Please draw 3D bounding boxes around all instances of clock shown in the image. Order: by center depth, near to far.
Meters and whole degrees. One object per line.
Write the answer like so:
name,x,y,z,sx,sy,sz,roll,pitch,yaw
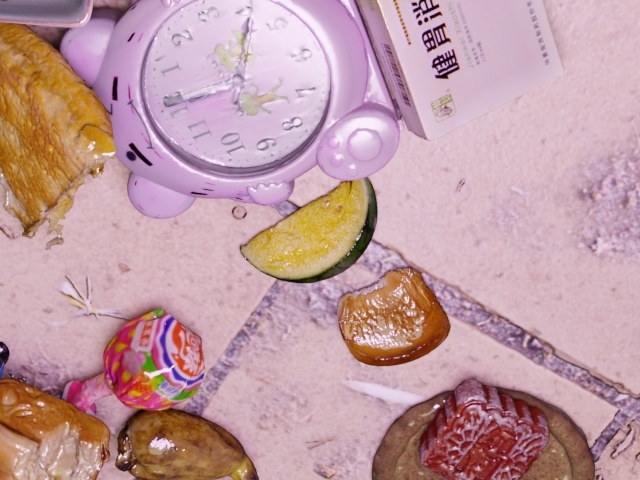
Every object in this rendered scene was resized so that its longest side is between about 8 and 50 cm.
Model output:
clock,-0.097,-0.175,1.163,0.322,0.113,0.295,-19,113,10

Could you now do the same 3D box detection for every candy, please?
candy,-0.310,0.193,1.356,0.365,0.124,0.124,-22,113,19

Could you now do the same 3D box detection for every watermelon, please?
watermelon,0.005,0.005,1.289,0.181,0.075,0.092,-33,66,13

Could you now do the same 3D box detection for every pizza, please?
pizza,-0.320,-0.111,1.194,0.280,0.075,0.288,49,144,19

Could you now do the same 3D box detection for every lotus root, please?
lotus root,-0.170,0.273,1.388,0.190,0.094,0.108,12,154,-16

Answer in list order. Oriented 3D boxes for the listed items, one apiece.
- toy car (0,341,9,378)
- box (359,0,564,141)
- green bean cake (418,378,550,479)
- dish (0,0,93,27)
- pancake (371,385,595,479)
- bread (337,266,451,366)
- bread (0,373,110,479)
toy car,-0.467,0.123,1.322,0.070,0.080,0.171,-34,110,15
box,0.136,-0.259,1.119,0.175,0.062,0.260,-27,114,-10
green bean cake,0.208,0.256,1.354,0.135,0.056,0.135,25,112,-11
dish,-0.345,-0.306,1.118,0.234,0.064,0.154,5,97,0
pancake,0.215,0.314,1.428,0.286,0.033,0.288,-41,108,16
bread,0.089,0.104,1.328,0.129,0.044,0.126,-23,111,15
bread,-0.397,0.335,1.341,0.195,0.149,0.344,24,129,-5
